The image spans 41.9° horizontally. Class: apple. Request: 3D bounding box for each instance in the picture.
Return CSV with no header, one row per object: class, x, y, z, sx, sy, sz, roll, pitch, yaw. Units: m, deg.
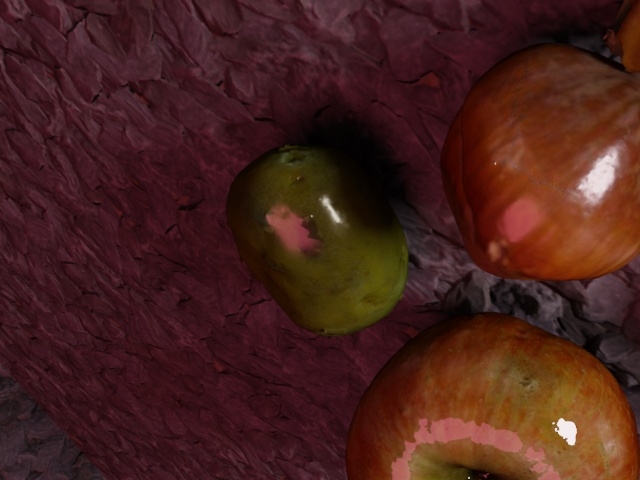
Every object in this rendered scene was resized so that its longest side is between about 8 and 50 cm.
apple,0.176,0.207,0.864,0.309,0.250,0.277,-30,92,33

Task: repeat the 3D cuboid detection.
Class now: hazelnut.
hazelnut,0.174,-0.049,0.617,0.182,0.182,0.182,25,144,20

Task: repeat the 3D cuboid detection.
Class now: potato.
potato,0.000,0.000,0.863,0.186,0.148,0.253,40,158,28

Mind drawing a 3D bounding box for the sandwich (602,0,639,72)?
sandwich,0.302,-0.154,0.467,0.212,0.063,0.245,31,147,11
